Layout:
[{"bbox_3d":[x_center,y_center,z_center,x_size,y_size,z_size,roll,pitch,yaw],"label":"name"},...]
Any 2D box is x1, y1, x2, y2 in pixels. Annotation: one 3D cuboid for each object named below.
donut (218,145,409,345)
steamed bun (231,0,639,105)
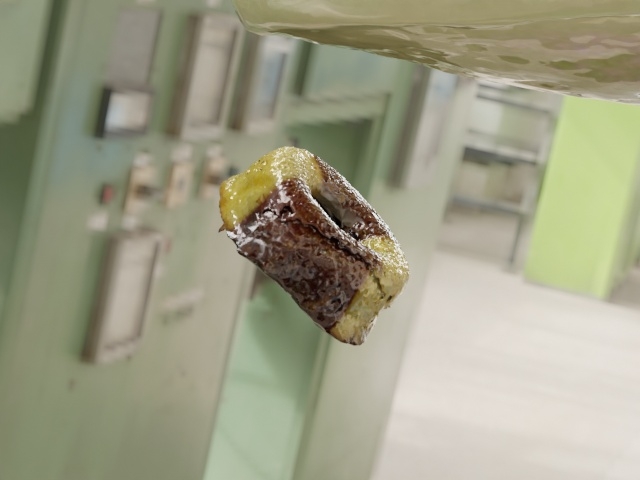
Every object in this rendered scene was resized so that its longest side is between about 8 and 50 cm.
[{"bbox_3d":[0.000,0.000,1.227,0.140,0.059,0.140,41,19,-17],"label":"donut"},{"bbox_3d":[0.157,-0.238,0.748,0.456,0.371,0.290,-6,-1,18],"label":"steamed bun"}]
